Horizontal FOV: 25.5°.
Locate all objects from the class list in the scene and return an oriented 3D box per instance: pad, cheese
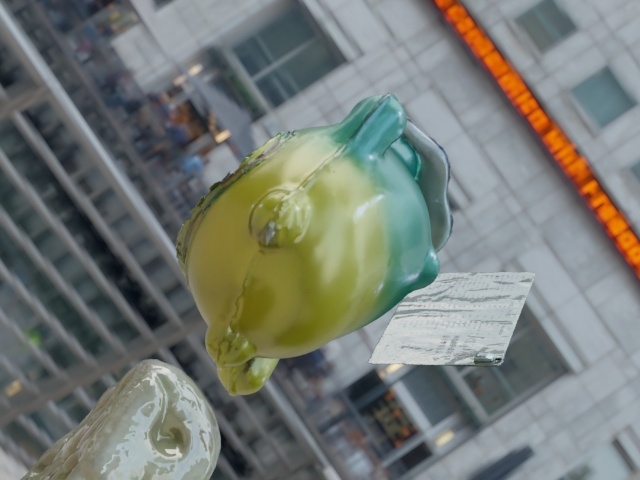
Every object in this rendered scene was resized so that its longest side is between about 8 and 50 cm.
[{"bbox_3d":[0.164,0.089,1.724,0.265,0.159,0.009,-53,138,-62],"label":"pad"},{"bbox_3d":[-0.178,0.208,1.241,0.117,0.218,0.235,41,22,-11],"label":"cheese"}]

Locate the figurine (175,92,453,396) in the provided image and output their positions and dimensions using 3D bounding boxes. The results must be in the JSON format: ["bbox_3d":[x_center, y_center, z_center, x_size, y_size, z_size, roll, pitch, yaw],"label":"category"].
[{"bbox_3d":[0.000,0.000,1.460,0.231,0.324,0.340,30,30,16],"label":"figurine"}]
